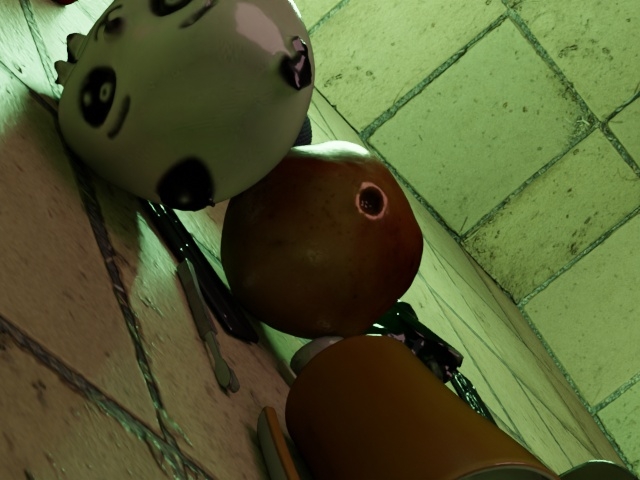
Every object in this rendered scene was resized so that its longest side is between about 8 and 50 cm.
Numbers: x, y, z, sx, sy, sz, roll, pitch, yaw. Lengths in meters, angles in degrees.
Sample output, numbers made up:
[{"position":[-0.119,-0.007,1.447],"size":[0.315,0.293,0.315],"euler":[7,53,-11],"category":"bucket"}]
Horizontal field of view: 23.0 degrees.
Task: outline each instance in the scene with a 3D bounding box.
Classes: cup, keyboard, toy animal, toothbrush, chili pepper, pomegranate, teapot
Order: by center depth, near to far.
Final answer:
[{"position":[0.058,0.194,1.277],"size":[0.226,0.182,0.264],"euler":[7,25,-30],"category":"cup"},{"position":[-0.100,0.073,1.385],"size":[0.017,0.014,0.194],"euler":[44,10,-36],"category":"toothbrush"},{"position":[-0.114,-0.151,1.466],"size":[0.251,0.251,0.310],"euler":[47,6,-21],"category":"toy animal"},{"position":[-0.124,0.016,1.520],"size":[0.202,0.011,0.067],"euler":[54,11,24],"category":"keyboard"},{"position":[0.001,0.134,1.538],"size":[0.083,0.064,0.064],"euler":[0,51,-37],"category":"teapot"},{"position":[0.004,-0.001,1.595],"size":[0.209,0.209,0.209],"euler":[49,8,-10],"category":"pomegranate"},{"position":[0.073,0.115,1.776],"size":[0.148,0.116,0.264],"euler":[47,8,-1],"category":"chili pepper"},{"position":[0.250,0.274,2.378],"size":[0.087,0.017,0.250],"euler":[43,10,-37],"category":"keyboard"}]

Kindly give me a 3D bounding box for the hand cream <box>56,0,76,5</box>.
[{"position":[-0.316,-0.386,1.875],"size":[0.193,0.125,0.193],"euler":[48,8,-9],"category":"hand cream"}]

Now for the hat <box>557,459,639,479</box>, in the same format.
[{"position":[0.232,0.337,1.432],"size":[0.149,0.214,0.244],"euler":[-9,47,-37],"category":"hat"}]

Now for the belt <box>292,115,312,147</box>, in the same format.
[{"position":[-0.091,-0.145,2.015],"size":[0.126,0.140,0.230],"euler":[52,4,-32],"category":"belt"}]
